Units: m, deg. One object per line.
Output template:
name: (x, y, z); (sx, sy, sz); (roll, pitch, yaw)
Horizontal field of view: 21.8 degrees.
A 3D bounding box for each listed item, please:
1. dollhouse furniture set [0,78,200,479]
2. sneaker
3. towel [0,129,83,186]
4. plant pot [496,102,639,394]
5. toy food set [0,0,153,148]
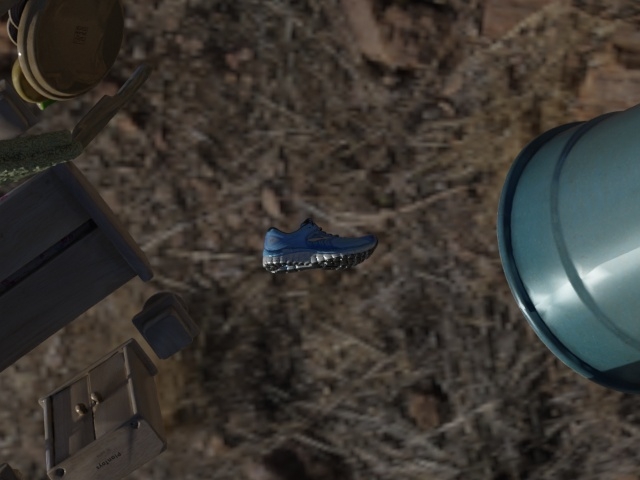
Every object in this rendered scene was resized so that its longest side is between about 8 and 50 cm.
dollhouse furniture set: (-0.302, 0.063, 1.521); (0.303, 0.355, 0.174); (-34, 21, 2)
sneaker: (0.000, 0.000, 2.277); (0.063, 0.162, 0.073); (116, 150, -70)
towel: (-0.247, -0.046, 1.148); (0.110, 0.148, 0.027); (-16, 89, 42)
plant pot: (0.428, -0.033, 1.831); (0.334, 0.341, 0.341); (-33, 69, 56)
toy food set: (-0.229, -0.184, 1.472); (0.038, 0.132, 0.192); (21, 149, 36)
